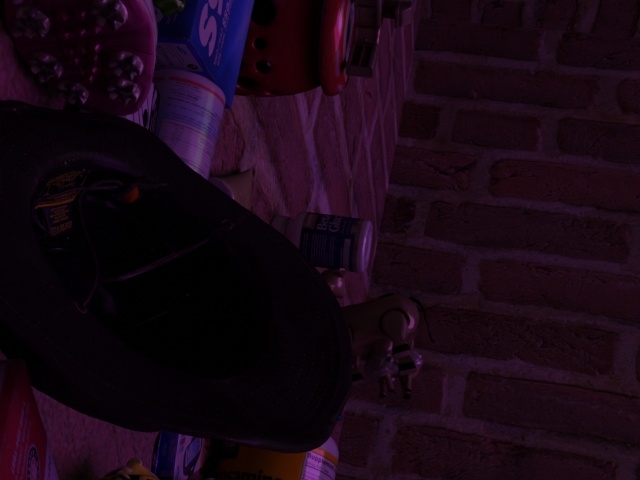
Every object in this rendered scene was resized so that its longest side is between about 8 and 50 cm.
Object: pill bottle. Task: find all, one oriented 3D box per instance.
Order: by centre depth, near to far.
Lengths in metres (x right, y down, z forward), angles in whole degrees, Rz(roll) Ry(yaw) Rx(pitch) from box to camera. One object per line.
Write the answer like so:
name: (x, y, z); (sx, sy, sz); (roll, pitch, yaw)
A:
pill bottle: (-0.152, -0.083, 0.889); (0.087, 0.087, 0.160); (64, 36, -72)
pill bottle: (-0.077, 0.386, 1.367); (0.188, 0.188, 0.333); (79, 21, -61)
pill bottle: (0.000, 0.000, 1.538); (0.094, 0.169, 0.094); (7, 90, -80)

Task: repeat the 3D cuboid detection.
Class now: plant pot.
plant pot: (-0.041, -0.272, 1.123); (0.191, 0.174, 0.191); (8, 90, -82)

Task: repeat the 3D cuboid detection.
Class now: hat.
hat: (-0.141, 0.051, 0.634); (0.134, 0.331, 0.331); (-49, -177, 23)

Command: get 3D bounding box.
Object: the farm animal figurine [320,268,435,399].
farm animal figurine: (0.030, 0.149, 1.550); (0.330, 0.327, 0.172); (94, -9, -55)

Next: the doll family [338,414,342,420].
doll family: (-0.078, 0.196, 1.228); (0.118, 0.163, 0.262); (-84, 158, -73)

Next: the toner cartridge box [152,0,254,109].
toner cartridge box: (-0.114, -0.332, 0.943); (0.165, 0.075, 0.347); (63, 36, -74)

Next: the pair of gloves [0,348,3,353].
pair of gloves: (-0.251, 0.065, 0.640); (0.159, 0.023, 0.198); (83, 14, -48)

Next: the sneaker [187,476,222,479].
sneaker: (-0.148, 0.348, 1.157); (0.118, 0.083, 0.222); (-65, 173, 17)

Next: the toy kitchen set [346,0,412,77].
toy kitchen set: (0.070, -0.248, 1.051); (0.083, 0.068, 0.075); (84, 17, -55)

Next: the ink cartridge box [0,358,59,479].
ink cartridge box: (-0.216, 0.255, 0.518); (0.226, 0.131, 0.306); (-103, -172, -51)

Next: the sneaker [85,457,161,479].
sneaker: (-0.208, 0.281, 0.835); (0.384, 0.145, 0.147); (73, -4, -61)

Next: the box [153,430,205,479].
box: (-0.182, 0.272, 1.158); (0.136, 0.028, 0.081); (-9, 107, -81)

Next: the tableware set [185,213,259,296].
tableware set: (-0.147, 0.041, 1.127); (0.128, 0.039, 0.194); (-66, 173, 29)

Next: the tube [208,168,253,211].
tube: (-0.118, -0.054, 1.183); (0.070, 0.062, 0.240); (-42, 178, 6)

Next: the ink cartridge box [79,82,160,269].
ink cartridge box: (-0.187, -0.050, 0.788); (0.097, 0.046, 0.207); (74, 23, -81)

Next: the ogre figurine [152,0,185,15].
ogre figurine: (-0.151, -0.291, 0.720); (0.097, 0.197, 0.118); (-39, -163, 19)

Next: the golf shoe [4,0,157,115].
golf shoe: (-0.170, -0.225, 0.632); (0.306, 0.115, 0.140); (86, 12, -52)
